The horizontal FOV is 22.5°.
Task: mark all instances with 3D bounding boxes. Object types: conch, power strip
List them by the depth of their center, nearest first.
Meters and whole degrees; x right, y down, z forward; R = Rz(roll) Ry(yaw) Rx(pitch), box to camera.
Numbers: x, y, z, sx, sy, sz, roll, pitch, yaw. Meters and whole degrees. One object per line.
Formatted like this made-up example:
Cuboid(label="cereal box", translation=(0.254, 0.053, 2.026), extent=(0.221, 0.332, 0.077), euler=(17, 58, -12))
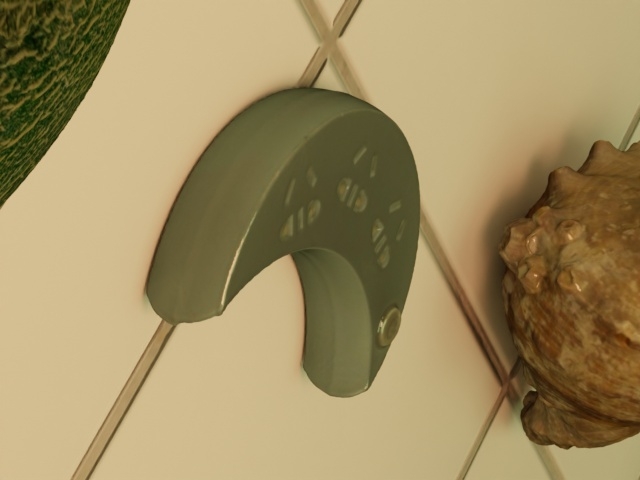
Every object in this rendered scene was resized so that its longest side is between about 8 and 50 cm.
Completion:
Cuboid(label="power strip", translation=(0.000, 0.000, 0.942), extent=(0.253, 0.054, 0.167), euler=(29, 82, -61))
Cuboid(label="conch", translation=(0.244, 0.026, 1.255), extent=(0.297, 0.352, 0.210), euler=(-34, 91, -35))

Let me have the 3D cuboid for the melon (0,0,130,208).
Cuboid(label="melon", translation=(-0.165, -0.065, 0.472), extent=(0.287, 0.182, 0.182), euler=(-52, 147, -32))
